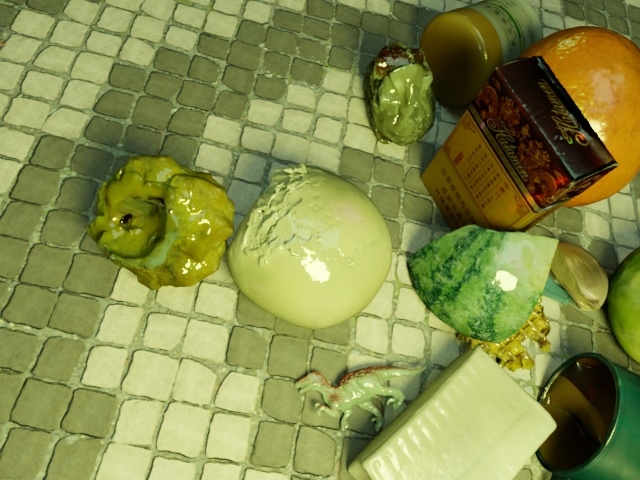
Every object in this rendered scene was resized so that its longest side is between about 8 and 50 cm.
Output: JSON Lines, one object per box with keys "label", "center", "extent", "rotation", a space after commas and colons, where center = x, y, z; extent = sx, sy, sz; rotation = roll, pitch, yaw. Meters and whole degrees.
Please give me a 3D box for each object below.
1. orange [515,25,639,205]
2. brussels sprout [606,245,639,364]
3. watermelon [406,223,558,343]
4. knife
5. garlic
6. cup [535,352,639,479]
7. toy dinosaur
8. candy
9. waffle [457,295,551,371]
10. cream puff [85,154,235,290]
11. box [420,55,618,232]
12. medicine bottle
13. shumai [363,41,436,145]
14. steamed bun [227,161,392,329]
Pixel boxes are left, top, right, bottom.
{"label": "orange", "center": [0.569, -0.280, 1.195], "extent": [0.326, 0.424, 0.423], "rotation": [-3, 64, 14]}
{"label": "brussels sprout", "center": [0.805, 0.155, 1.120], "extent": [0.344, 0.268, 0.344], "rotation": [8, 66, -18]}
{"label": "watermelon", "center": [0.338, 0.073, 1.056], "extent": [0.176, 0.260, 0.256], "rotation": [-32, 77, -34]}
{"label": "knife", "center": [0.611, 0.145, 1.215], "extent": [0.244, 0.032, 0.058], "rotation": [28, 50, -5]}
{"label": "garlic", "center": [0.612, 0.086, 1.196], "extent": [0.101, 0.087, 0.195], "rotation": [2, 52, -20]}
{"label": "cup", "center": [0.600, 0.413, 0.968], "extent": [0.292, 0.242, 0.307], "rotation": [25, 60, -4]}
{"label": "toy dinosaur", "center": [0.093, 0.283, 1.007], "extent": [0.242, 0.053, 0.167], "rotation": [-32, 69, -16]}
{"label": "candy", "center": [0.243, 0.384, 0.949], "extent": [0.359, 0.145, 0.208], "rotation": [-36, 77, -26]}
{"label": "waffle", "center": [0.410, 0.174, 1.139], "extent": [0.229, 0.051, 0.231], "rotation": [8, 63, -7]}
{"label": "cream puff", "center": [-0.301, -0.021, 0.937], "extent": [0.282, 0.281, 0.185], "rotation": [25, 35, -1]}
{"label": "box", "center": [0.383, -0.147, 1.072], "extent": [0.116, 0.415, 0.264], "rotation": [-20, 72, -17]}
{"label": "medicine bottle", "center": [0.422, -0.506, 1.350], "extent": [0.232, 0.238, 0.238], "rotation": [-28, 75, -23]}
{"label": "shumai", "center": [0.210, -0.384, 1.262], "extent": [0.189, 0.218, 0.255], "rotation": [-9, 68, -8]}
{"label": "steamed bun", "center": [0.000, 0.000, 1.009], "extent": [0.312, 0.233, 0.333], "rotation": [27, 60, -4]}
